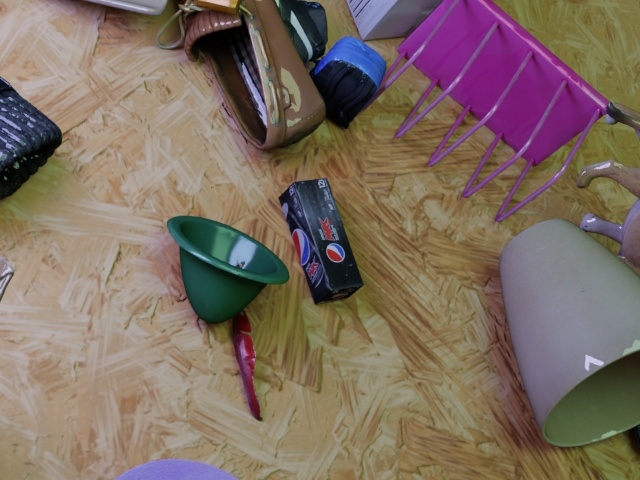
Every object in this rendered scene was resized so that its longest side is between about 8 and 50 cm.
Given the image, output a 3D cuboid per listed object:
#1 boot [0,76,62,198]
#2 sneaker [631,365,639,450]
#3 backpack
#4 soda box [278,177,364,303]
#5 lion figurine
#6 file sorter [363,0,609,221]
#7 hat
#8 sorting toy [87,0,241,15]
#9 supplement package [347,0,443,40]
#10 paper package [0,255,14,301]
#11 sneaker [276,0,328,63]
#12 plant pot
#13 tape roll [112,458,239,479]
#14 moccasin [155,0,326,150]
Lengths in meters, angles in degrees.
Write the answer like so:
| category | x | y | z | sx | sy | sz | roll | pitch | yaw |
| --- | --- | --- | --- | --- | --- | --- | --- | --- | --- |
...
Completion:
| category | x | y | z | sx | sy | sz | roll | pitch | yaw |
| --- | --- | --- | --- | --- | --- | --- | --- | --- | --- |
| boot | -0.503 | -0.130 | 1.705 | 0.260 | 0.131 | 0.348 | 49 | 52 | 1 |
| sneaker | 0.614 | 0.266 | 2.156 | 0.341 | 0.125 | 0.139 | 5 | 77 | -19 |
| backpack | 0.037 | -0.245 | 2.074 | 0.098 | 0.120 | 0.101 | 29 | 55 | -13 |
| soda box | 0.000 | 0.000 | 1.969 | 0.060 | 0.053 | 0.169 | -8 | 70 | -32 |
| lion figurine | 0.503 | -0.027 | 2.107 | 0.240 | 0.392 | 0.142 | 22 | 54 | 20 |
| file sorter | 0.238 | -0.196 | 2.115 | 0.291 | 0.202 | 0.182 | 39 | 56 | -6 |
| hat | -0.149 | 0.092 | 1.859 | 0.173 | 0.183 | 0.208 | 16 | 17 | -30 |
| sorting toy | -0.241 | -0.416 | 1.950 | 0.307 | 0.041 | 0.229 | 14 | 68 | 9 |
| supplement package | 0.140 | -0.442 | 2.212 | 0.194 | 0.149 | 0.203 | -10 | 71 | -33 |
| paper package | -0.525 | 0.072 | 1.468 | 0.309 | 0.325 | 0.168 | 31 | 55 | -13 |
| sneaker | -0.066 | -0.357 | 2.107 | 0.121 | 0.079 | 0.216 | -24 | 88 | -39 |
| plant pot | 0.370 | 0.113 | 2.027 | 0.257 | 0.256 | 0.274 | -4 | 51 | -31 |
| tape roll | -0.173 | 0.399 | 1.648 | 0.275 | 0.090 | 0.274 | 13 | 60 | -23 |
| moccasin | -0.140 | -0.298 | 2.003 | 0.147 | 0.139 | 0.380 | -23 | 88 | -45 |
